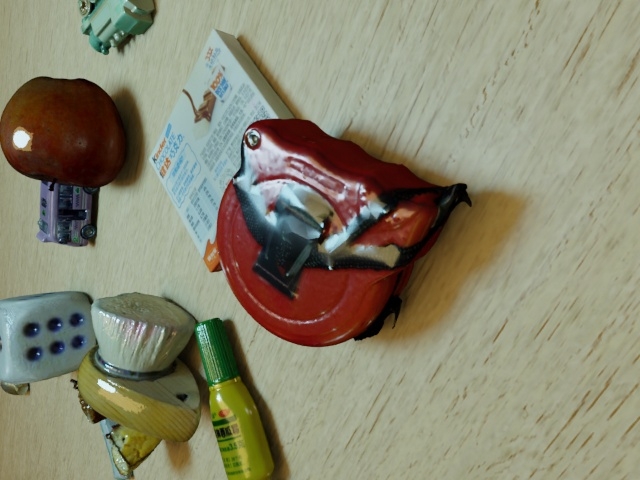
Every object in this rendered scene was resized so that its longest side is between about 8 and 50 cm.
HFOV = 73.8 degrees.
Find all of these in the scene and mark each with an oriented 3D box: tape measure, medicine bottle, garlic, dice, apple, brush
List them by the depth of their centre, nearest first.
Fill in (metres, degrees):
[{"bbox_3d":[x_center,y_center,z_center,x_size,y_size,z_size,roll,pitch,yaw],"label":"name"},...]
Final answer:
[{"bbox_3d":[-0.001,0.000,0.490,0.253,0.114,0.261,32,117,21],"label":"tape measure"},{"bbox_3d":[-0.145,0.254,0.685,0.095,0.064,0.261,-29,74,38],"label":"medicine bottle"},{"bbox_3d":[-0.291,0.215,0.746,0.266,0.174,0.166,25,100,27],"label":"brush"},{"bbox_3d":[-0.511,-0.209,0.856,0.234,0.234,0.234,4,96,39],"label":"apple"},{"bbox_3d":[-0.685,0.230,1.049,0.191,0.193,0.194,-2,91,41],"label":"dice"},{"bbox_3d":[-1.048,0.491,1.452,0.152,0.066,0.084,-17,85,37],"label":"garlic"}]

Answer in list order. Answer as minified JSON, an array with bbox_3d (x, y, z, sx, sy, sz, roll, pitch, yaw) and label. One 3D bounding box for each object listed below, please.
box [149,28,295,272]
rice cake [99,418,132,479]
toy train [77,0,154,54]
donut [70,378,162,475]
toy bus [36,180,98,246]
[{"bbox_3d":[-0.156,-0.134,0.672,0.273,0.048,0.265,-47,66,33],"label":"box"},{"bbox_3d":[-0.496,0.465,1.012,0.043,0.034,0.211,-42,68,37],"label":"rice cake"},{"bbox_3d":[-0.409,-0.451,0.841,0.194,0.080,0.125,-18,86,38],"label":"toy train"},{"bbox_3d":[-0.381,0.351,0.846,0.217,0.141,0.085,42,128,30],"label":"donut"},{"bbox_3d":[-0.597,-0.086,1.004,0.096,0.108,0.199,21,107,37],"label":"toy bus"}]
